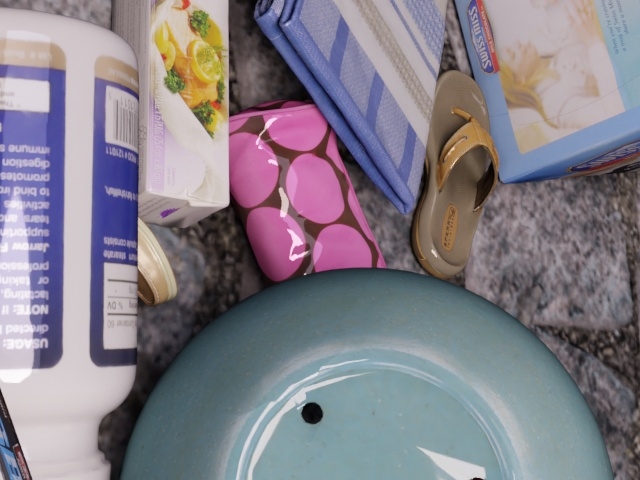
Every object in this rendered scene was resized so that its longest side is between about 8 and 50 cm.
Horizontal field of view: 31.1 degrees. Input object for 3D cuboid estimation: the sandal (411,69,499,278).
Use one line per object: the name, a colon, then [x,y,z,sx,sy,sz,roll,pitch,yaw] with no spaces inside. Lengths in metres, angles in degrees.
sandal: [0.115,-0.057,0.935,0.072,0.049,0.180,22,65,-30]

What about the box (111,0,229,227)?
box: [-0.104,-0.172,0.796,0.063,0.067,0.324,9,71,-35]

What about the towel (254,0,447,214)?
towel: [0.035,-0.188,0.858,0.209,0.034,0.285,50,39,-41]

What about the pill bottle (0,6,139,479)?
pill bottle: [-0.176,0.020,0.623,0.153,0.153,0.265,3,84,-36]

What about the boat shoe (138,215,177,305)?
boat shoe: [-0.146,-0.008,0.732,0.135,0.050,0.045,51,57,-1]

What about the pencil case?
pencil case: [0.000,0.000,0.809,0.098,0.095,0.209,-22,91,-8]

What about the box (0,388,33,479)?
box: [-0.280,0.121,0.494,0.293,0.073,0.296,-21,88,-9]

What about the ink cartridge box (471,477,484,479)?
ink cartridge box: [0.078,0.240,0.752,0.092,0.158,0.218,10,71,-37]

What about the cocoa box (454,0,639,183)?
cocoa box: [0.262,-0.247,0.981,0.228,0.231,0.347,-8,81,-37]

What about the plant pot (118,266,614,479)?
plant pot: [0.023,0.138,0.592,0.290,0.195,0.290,0,74,1]
